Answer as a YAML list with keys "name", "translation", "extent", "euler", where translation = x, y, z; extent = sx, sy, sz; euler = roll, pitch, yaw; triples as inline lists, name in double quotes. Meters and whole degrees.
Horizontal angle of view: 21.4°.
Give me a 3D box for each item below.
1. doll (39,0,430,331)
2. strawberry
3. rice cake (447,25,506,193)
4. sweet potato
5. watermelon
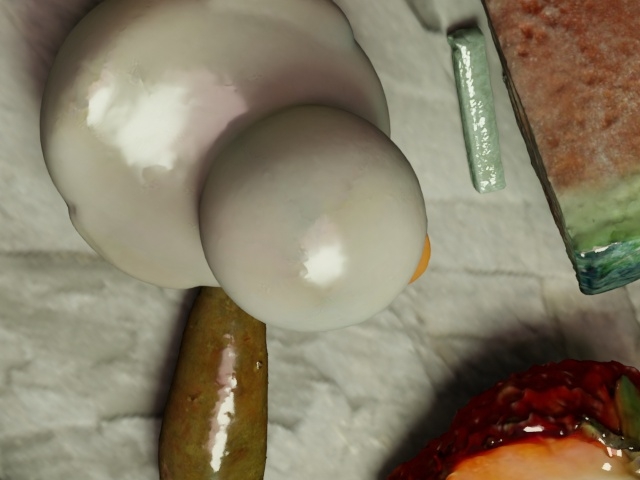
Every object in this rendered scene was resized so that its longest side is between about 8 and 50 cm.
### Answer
- name: "doll"
  translation: [-0.043, -0.041, 1.002]
  extent: [0.251, 0.221, 0.221]
  euler: [30, 107, -24]
- name: "strawberry"
  translation: [0.146, 0.154, 1.227]
  extent: [0.236, 0.111, 0.190]
  euler: [-21, 135, 25]
- name: "rice cake"
  translation: [0.104, -0.085, 1.125]
  extent: [0.022, 0.021, 0.121]
  euler: [-19, 123, -9]
- name: "sweet potato"
  translation: [-0.056, 0.170, 1.189]
  extent: [0.108, 0.079, 0.346]
  euler: [-24, 125, -15]
- name: "watermelon"
  translation: [0.195, -0.120, 1.002]
  extent: [0.292, 0.250, 0.283]
  euler: [37, 99, -30]
